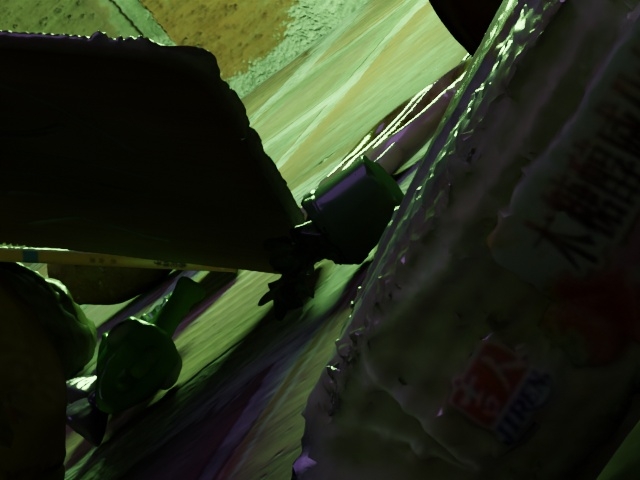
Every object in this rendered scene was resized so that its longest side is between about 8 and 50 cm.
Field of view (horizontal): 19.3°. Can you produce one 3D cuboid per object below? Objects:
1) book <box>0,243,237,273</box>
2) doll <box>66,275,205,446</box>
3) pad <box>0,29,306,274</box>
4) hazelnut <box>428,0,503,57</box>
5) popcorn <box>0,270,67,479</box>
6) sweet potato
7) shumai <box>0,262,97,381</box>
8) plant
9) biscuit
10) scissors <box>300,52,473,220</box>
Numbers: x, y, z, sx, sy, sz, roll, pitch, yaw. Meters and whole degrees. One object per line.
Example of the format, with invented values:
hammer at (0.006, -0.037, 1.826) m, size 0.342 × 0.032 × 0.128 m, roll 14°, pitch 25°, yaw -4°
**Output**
book at (-0.180, -0.001, 1.418) m, size 0.242 × 0.018 × 0.170 m, roll 3°, pitch 10°, yaw -1°
doll at (-0.114, 0.069, 1.177) m, size 0.115 × 0.050 × 0.190 m, roll -43°, pitch 6°, yaw -3°
pad at (-0.162, -0.049, 1.062) m, size 0.284 × 0.287 × 0.018 m, roll 61°, pitch -143°, yaw -64°
hazelnut at (0.140, -0.140, 0.713) m, size 0.217 × 0.217 × 0.251 m, roll -36°, pitch -8°, yaw 19°
popcorn at (-0.287, 0.078, 0.931) m, size 0.349 × 0.349 × 0.382 m, roll -41°, pitch 15°, yaw -16°
sweet potato at (-0.156, 0.010, 1.637) m, size 0.244 × 0.077 × 0.077 m, roll -19°, pitch 19°, yaw 43°
shumai at (-0.358, 0.064, 1.429) m, size 0.292 × 0.288 × 0.330 m, roll -39°, pitch 6°, yaw -8°
plant at (0.000, 0.000, 1.043) m, size 0.102 × 0.051 × 0.051 m, roll -42°, pitch 7°, yaw 13°
biscuit at (0.072, -0.027, 0.458) m, size 0.309 × 0.079 × 0.186 m, roll -61°, pitch 0°, yaw 40°
scissors at (0.097, -0.114, 1.340) m, size 0.317 × 0.024 × 0.160 m, roll -45°, pitch 9°, yaw -39°
